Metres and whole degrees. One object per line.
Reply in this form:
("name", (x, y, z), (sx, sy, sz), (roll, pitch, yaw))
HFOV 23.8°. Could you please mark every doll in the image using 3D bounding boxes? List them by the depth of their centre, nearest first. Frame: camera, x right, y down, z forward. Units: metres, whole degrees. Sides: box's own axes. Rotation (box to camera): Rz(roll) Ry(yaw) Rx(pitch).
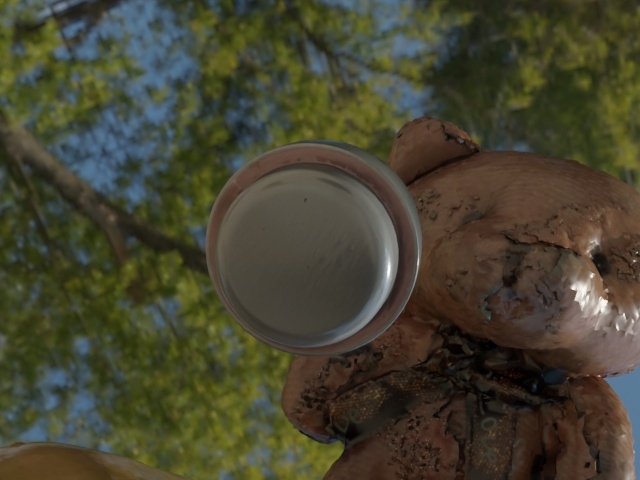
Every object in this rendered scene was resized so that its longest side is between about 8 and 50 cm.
("doll", (0.077, 0.080, 0.775), (0.201, 0.156, 0.303), (20, -109, 12))

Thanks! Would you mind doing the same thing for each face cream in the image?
("face cream", (0.000, 0.000, 0.655), (0.091, 0.091, 0.095), (-9, -170, 12))

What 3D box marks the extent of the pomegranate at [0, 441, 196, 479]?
("pomegranate", (-0.125, 0.237, 0.649), (0.338, 0.338, 0.338), (-11, -141, 9))
